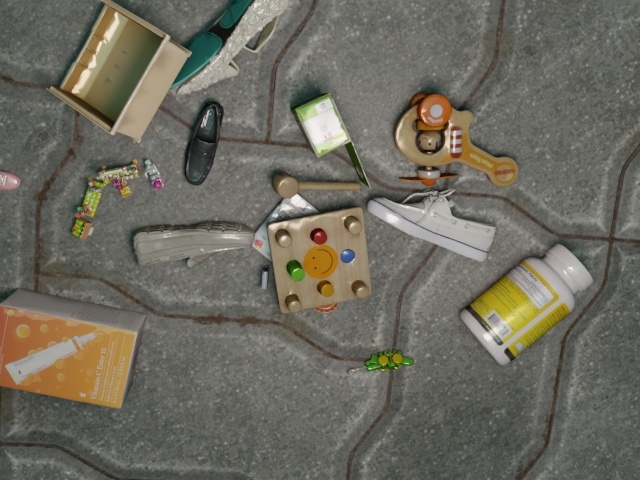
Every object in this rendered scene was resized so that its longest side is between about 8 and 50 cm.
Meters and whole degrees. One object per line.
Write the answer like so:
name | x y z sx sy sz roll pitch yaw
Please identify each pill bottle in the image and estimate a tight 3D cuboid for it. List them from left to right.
pill bottle | 0.558 0.167 1.983 0.334 0.188 0.188 -40 101 3

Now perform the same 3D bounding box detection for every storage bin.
storage bin | -0.490 -0.415 1.771 0.260 0.123 0.262 34 97 21

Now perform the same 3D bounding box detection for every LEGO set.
LEGO set | -0.548 -0.119 1.876 0.287 0.107 0.132 -34 101 2

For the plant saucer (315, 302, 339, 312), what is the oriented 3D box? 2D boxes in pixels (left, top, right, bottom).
plant saucer | 0.013 0.158 2.023 0.083 0.013 0.083 -1 101 -6

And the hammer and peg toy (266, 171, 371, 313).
hammer and peg toy | 0.000 0.000 1.894 0.266 0.127 0.361 -10 110 -10

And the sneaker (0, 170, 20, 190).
sneaker | -0.838 -0.157 1.864 0.134 0.070 0.051 15 97 -8

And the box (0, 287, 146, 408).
box | -0.655 0.278 1.910 0.345 0.168 0.215 12 99 -7

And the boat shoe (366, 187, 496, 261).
boat shoe | 0.308 -0.074 1.945 0.367 0.136 0.156 21 98 -11

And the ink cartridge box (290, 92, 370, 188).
ink cartridge box | 0.025 -0.238 1.861 0.097 0.189 0.255 -25 102 -1

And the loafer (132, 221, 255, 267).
loafer | -0.329 0.015 1.925 0.319 0.112 0.111 -3 106 3

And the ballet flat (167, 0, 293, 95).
ballet flat | -0.218 -0.490 1.831 0.147 0.147 0.409 43 95 -11

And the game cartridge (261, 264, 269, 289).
game cartridge | -0.147 0.101 1.963 0.017 0.083 0.056 7 101 -1

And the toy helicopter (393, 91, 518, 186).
toy helicopter | 0.353 -0.223 1.922 0.355 0.140 0.235 24 100 -11

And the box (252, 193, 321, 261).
box | -0.082 -0.024 1.969 0.145 0.038 0.186 39 94 -11

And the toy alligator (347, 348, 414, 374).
toy alligator | 0.166 0.335 2.054 0.190 0.056 0.051 -8 59 -2

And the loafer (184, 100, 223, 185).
loafer | -0.302 -0.249 1.887 0.076 0.078 0.223 16 99 -7
